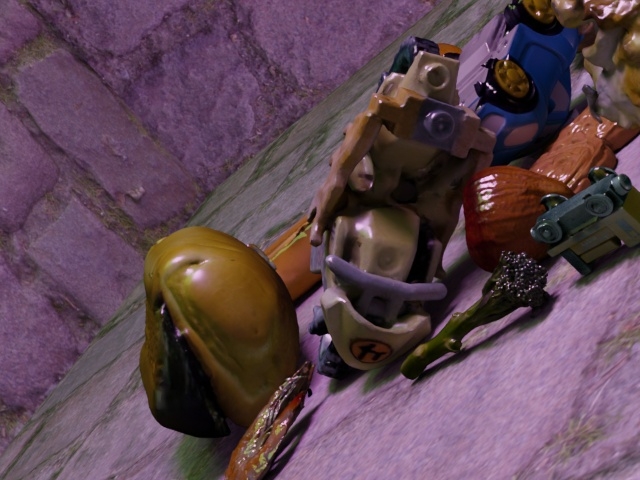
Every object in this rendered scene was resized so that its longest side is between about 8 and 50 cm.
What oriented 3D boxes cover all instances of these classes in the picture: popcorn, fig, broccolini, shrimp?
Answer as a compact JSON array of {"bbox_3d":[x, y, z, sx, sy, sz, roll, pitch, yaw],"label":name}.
[{"bbox_3d":[0.331,-0.211,1.733,0.198,0.212,0.198,-53,-6,-8],"label":"popcorn"},{"bbox_3d":[0.218,-0.023,1.758,0.153,0.119,0.119,-4,-1,-16],"label":"fig"},{"bbox_3d":[0.154,0.080,1.683,0.058,0.067,0.216,-48,1,-42],"label":"broccolini"},{"bbox_3d":[-0.052,0.218,1.917,0.190,0.042,0.101,-58,17,-26],"label":"shrimp"}]

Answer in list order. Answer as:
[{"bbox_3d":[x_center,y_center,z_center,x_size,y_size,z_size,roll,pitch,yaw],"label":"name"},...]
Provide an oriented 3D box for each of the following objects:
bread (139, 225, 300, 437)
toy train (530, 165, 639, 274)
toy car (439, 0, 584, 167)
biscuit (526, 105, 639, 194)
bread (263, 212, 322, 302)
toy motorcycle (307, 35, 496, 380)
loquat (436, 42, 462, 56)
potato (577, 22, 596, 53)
[{"bbox_3d":[-0.134,0.113,2.164,0.208,0.251,0.376,-2,4,-5],"label":"bread"},{"bbox_3d":[0.256,-0.019,1.575,0.122,0.081,0.050,-35,21,45],"label":"toy train"},{"bbox_3d":[0.228,-0.165,2.080,0.198,0.166,0.314,-44,15,42],"label":"toy car"},{"bbox_3d":[0.279,-0.085,1.903,0.288,0.044,0.202,-49,11,-20],"label":"biscuit"},{"bbox_3d":[0.000,0.000,2.523,0.305,0.091,0.142,-41,2,12],"label":"bread"},{"bbox_3d":[0.073,-0.026,1.899,0.237,0.169,0.410,-138,62,-74],"label":"toy motorcycle"},{"bbox_3d":[0.192,-0.241,2.666,0.141,0.141,0.141,-42,9,9],"label":"loquat"},{"bbox_3d":[0.383,-0.338,2.377,0.149,0.113,0.251,-47,-2,28],"label":"potato"}]
